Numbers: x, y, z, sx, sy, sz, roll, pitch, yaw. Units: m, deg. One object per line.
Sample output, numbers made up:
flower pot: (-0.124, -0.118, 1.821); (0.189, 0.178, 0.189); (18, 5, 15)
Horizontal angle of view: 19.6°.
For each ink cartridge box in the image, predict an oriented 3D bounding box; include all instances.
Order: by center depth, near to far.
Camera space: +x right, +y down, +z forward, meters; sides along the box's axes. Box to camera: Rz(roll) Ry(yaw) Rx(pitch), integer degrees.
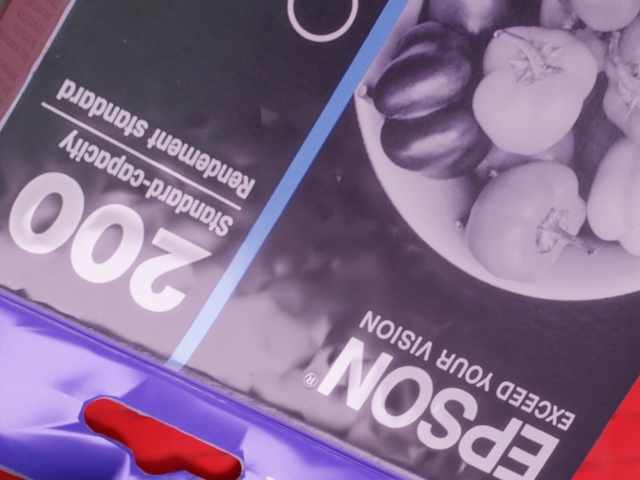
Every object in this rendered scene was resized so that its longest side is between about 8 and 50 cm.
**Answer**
ink cartridge box: (0.000, 0.000, 0.505); (0.206, 0.045, 0.208); (27, 100, -26)
